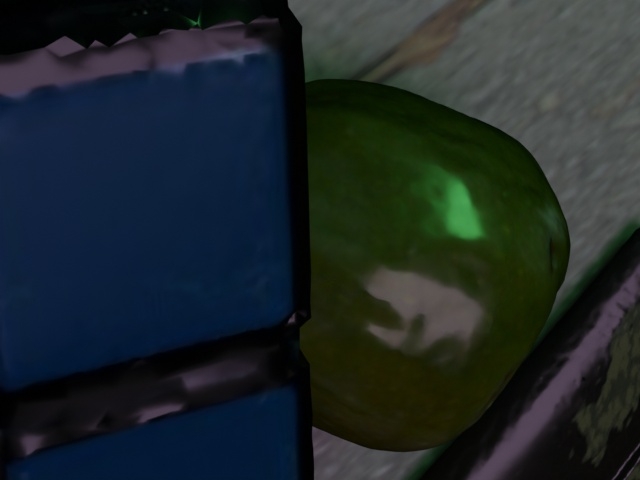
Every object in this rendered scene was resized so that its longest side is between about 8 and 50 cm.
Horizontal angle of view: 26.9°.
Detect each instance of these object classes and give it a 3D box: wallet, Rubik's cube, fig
[{"bbox_3d":[0.144,0.154,0.823,0.321,0.044,0.170,-48,123,-2],"label":"wallet"},{"bbox_3d":[-0.181,0.031,0.446,0.283,0.293,0.289,-15,116,-25],"label":"Rubik's cube"},{"bbox_3d":[0.016,0.004,0.617,0.233,0.167,0.167,28,97,-42],"label":"fig"}]
